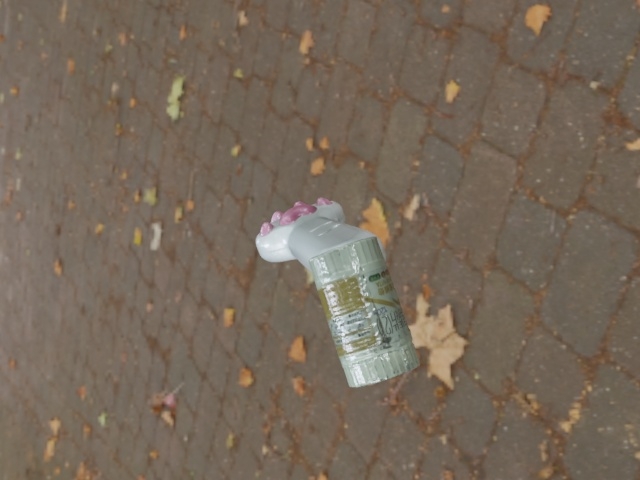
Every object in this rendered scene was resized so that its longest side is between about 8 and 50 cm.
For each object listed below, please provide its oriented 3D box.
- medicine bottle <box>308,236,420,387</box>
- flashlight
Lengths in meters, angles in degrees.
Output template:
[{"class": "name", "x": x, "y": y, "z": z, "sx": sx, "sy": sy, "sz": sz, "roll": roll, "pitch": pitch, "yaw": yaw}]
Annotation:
[{"class": "medicine bottle", "x": 0.026, "y": 0.044, "z": 0.537, "sx": 0.047, "sy": 0.047, "sz": 0.083, "roll": -25, "pitch": 82, "yaw": 57}, {"class": "flashlight", "x": 0.000, "y": 0.000, "z": 0.803, "sx": 0.048, "sy": 0.093, "sz": 0.200, "roll": 69, "pitch": 167, "yaw": -17}]
